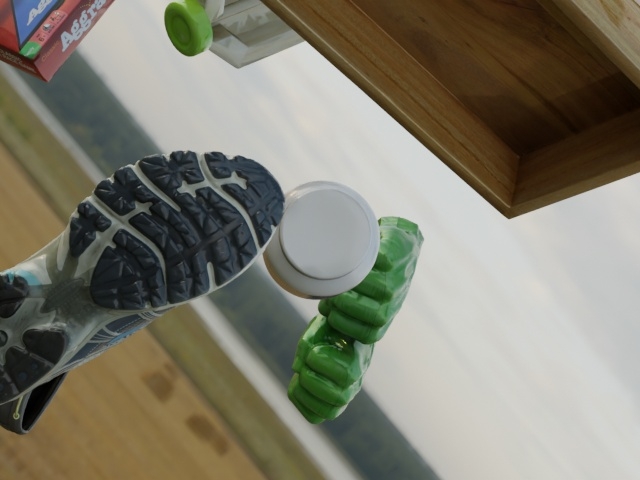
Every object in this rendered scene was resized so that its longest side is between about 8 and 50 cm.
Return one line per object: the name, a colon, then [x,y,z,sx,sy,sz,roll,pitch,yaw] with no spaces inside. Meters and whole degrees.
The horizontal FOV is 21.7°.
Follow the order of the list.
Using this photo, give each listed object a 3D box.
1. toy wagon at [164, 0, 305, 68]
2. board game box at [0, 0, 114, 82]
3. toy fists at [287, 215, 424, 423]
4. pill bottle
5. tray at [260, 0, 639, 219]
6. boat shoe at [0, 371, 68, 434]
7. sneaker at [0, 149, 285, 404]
toy wagon: [-0.024,-0.323,1.593,0.068,0.267,0.344,42,-39,28]
board game box: [-0.135,-0.230,1.007,0.145,0.281,0.027,26,-21,29]
toy fists: [0.036,0.100,2.024,0.096,0.279,0.142,25,31,-2]
pill bottle: [0.000,0.000,1.544,0.108,0.108,0.180,50,-4,1]
tray: [0.097,-0.183,1.249,0.203,0.076,0.411,-22,-48,40]
boat shoe: [-0.332,0.139,2.080,0.069,0.227,0.081,27,-16,24]
sneaker: [-0.153,0.021,1.245,0.110,0.283,0.122,62,6,4]
